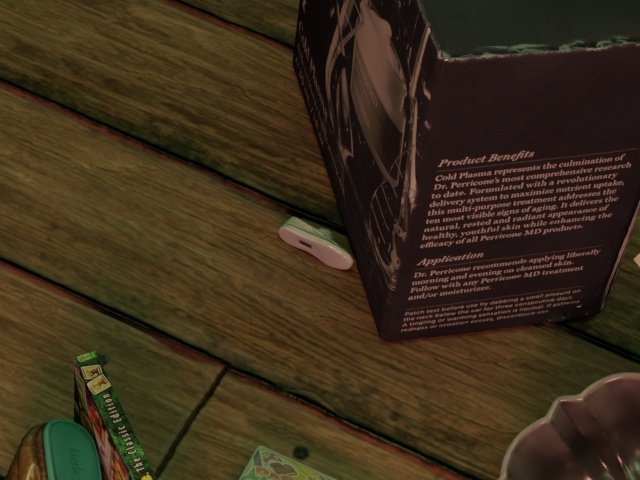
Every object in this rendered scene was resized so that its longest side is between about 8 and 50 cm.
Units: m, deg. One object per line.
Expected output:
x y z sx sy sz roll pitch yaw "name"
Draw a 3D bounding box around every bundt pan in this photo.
0.333 0.302 1.632 0.331 0.124 0.330 -15 51 19 "bundt pan"

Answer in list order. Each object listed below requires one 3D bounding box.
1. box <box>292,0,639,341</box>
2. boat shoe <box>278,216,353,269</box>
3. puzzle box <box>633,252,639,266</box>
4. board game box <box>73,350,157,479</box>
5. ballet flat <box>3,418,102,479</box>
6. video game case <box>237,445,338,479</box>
0.172 -0.220 1.870 0.297 0.471 0.479 -6 52 -14 "box"
0.000 0.000 1.948 0.100 0.035 0.035 25 54 20 "boat shoe"
0.490 0.143 1.711 0.052 0.409 0.272 -44 60 12 "puzzle box"
-0.192 0.251 1.645 0.030 0.136 0.259 -19 55 -19 "board game box"
-0.257 0.333 1.579 0.116 0.124 0.342 21 34 -39 "ballet flat"
0.010 0.306 1.633 0.227 0.026 0.206 24 24 4 "video game case"
